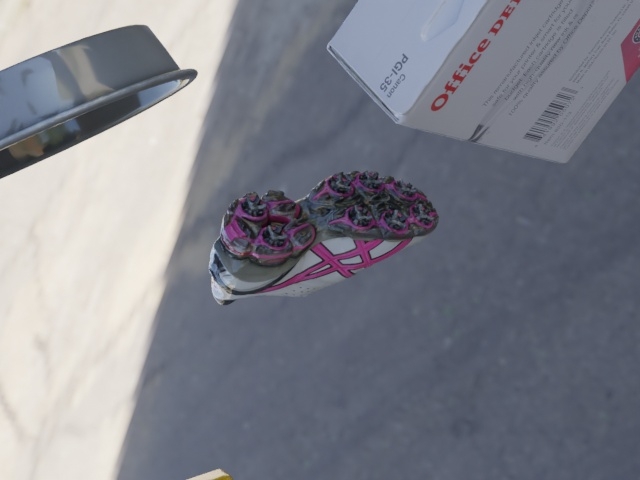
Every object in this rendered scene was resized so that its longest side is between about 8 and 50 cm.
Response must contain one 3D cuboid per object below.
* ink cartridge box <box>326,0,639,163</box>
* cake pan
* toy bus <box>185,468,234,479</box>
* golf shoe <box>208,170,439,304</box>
[{"bbox_3d":[0.173,-0.196,1.669,0.117,0.283,0.207,49,113,31],"label":"ink cartridge box"},{"bbox_3d":[-0.237,-0.090,1.448,0.054,0.293,0.293,65,157,-1],"label":"cake pan"},{"bbox_3d":[-0.130,0.238,1.185,0.108,0.332,0.130,148,103,-82],"label":"toy bus"},{"bbox_3d":[0.000,0.000,1.381,0.067,0.186,0.086,59,144,32],"label":"golf shoe"}]
